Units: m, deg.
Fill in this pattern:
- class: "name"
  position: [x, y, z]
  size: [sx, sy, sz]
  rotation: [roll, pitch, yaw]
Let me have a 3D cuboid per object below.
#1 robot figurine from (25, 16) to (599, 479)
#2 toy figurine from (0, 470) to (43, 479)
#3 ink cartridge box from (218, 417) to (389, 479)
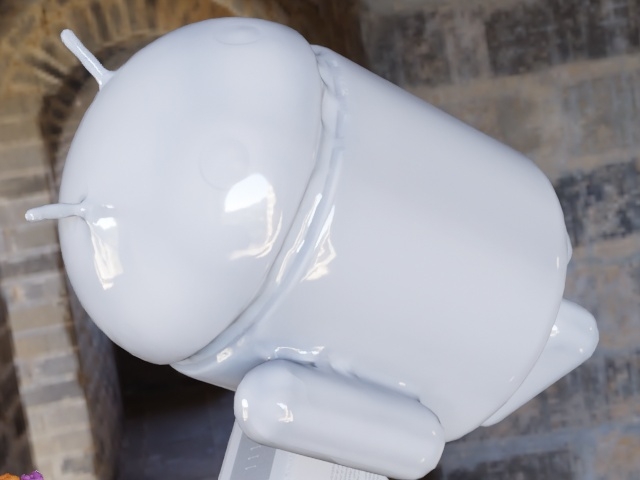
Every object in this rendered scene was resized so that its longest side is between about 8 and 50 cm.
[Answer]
- class: "robot figurine"
  position: [0.000, 0.000, 0.667]
  size: [0.353, 0.300, 0.200]
  rotation: [24, -54, -29]
- class: "toy figurine"
  position: [-0.307, 0.279, 1.104]
  size: [0.130, 0.173, 0.159]
  rotation: [9, 11, 18]
- class: "ink cartridge box"
  position: [0.012, 0.282, 0.725]
  size: [0.066, 0.261, 0.296]
  rotation: [-20, 33, 26]
